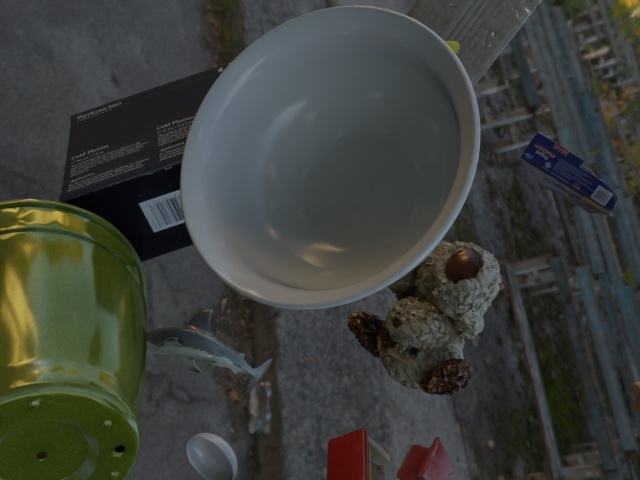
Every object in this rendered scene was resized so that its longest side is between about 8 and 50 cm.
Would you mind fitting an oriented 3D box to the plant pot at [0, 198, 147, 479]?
[{"bbox_3d":[-0.400,0.183,0.922,0.366,0.366,0.353,55,-1,-38],"label":"plant pot"}]

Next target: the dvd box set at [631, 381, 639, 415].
[{"bbox_3d":[0.719,0.309,1.043,0.420,0.308,0.062,-14,105,-82],"label":"dvd box set"}]

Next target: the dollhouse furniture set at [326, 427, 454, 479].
[{"bbox_3d":[0.082,0.359,0.791,0.152,0.201,0.374,56,20,-28],"label":"dollhouse furniture set"}]

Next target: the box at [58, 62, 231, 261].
[{"bbox_3d":[-0.280,-0.146,1.241,0.312,0.343,0.179,-110,-178,-49],"label":"box"}]

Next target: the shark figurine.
[{"bbox_3d":[-0.215,0.201,1.309,0.278,0.166,0.116,21,58,-10],"label":"shark figurine"}]

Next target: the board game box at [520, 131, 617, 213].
[{"bbox_3d":[0.477,-0.128,1.302,0.194,0.060,0.194,34,7,5],"label":"board game box"}]

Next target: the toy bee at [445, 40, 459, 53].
[{"bbox_3d":[0.144,-0.249,1.062,0.162,0.195,0.298,32,20,-40],"label":"toy bee"}]

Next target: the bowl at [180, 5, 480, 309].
[{"bbox_3d":[0.020,-0.066,0.655,0.134,0.298,0.297,34,45,-60],"label":"bowl"}]

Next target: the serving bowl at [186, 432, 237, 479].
[{"bbox_3d":[-0.149,0.303,0.931,0.027,0.083,0.083,-39,112,-51],"label":"serving bowl"}]

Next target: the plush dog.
[{"bbox_3d":[0.166,0.113,0.997,0.211,0.262,0.225,29,88,-39],"label":"plush dog"}]

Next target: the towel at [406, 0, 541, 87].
[{"bbox_3d":[0.276,-0.426,1.174,0.187,0.282,0.049,35,36,-3],"label":"towel"}]
